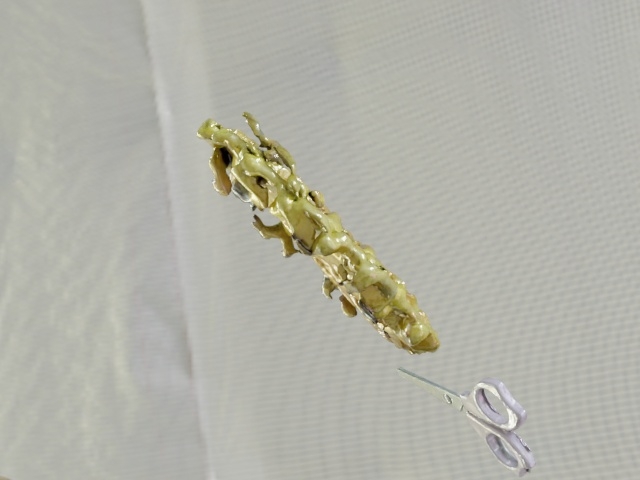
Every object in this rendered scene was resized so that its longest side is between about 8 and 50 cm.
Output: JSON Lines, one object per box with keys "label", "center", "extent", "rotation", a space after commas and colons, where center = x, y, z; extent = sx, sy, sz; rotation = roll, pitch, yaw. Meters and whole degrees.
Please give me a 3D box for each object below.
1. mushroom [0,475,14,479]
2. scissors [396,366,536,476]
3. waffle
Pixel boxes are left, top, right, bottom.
{"label": "mushroom", "center": [-0.250, 0.289, 0.981], "extent": [0.184, 0.255, 0.255], "rotation": [9, -89, 37]}
{"label": "scissors", "center": [0.126, 0.147, 1.239], "extent": [0.189, 0.015, 0.100], "rotation": [25, -42, 55]}
{"label": "waffle", "center": [-0.002, 0.002, 1.246], "extent": [0.060, 0.262, 0.280], "rotation": [-44, -124, -7]}
